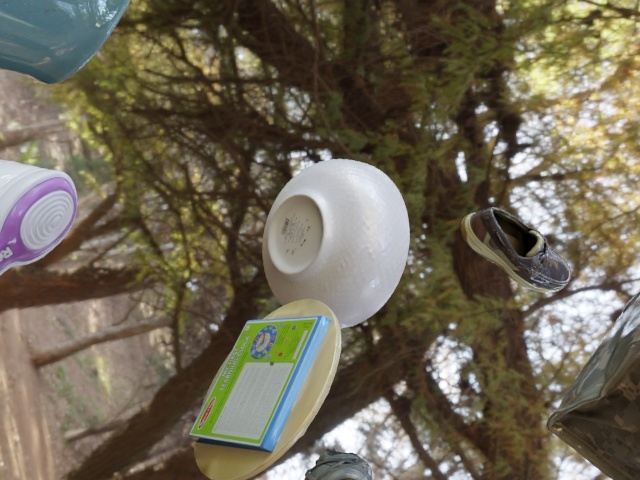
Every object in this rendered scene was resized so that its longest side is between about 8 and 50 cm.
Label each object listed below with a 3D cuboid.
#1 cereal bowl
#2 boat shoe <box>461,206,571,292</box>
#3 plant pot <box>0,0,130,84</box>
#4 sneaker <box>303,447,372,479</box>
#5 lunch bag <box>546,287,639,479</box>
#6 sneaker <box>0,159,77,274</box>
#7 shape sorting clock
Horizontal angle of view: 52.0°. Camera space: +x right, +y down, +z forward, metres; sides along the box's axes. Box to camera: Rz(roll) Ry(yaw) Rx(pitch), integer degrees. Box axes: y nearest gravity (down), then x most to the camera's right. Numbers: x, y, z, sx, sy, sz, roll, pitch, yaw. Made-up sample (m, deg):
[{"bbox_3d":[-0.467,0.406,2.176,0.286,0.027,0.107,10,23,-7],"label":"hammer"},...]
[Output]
[{"bbox_3d":[0.000,0.000,1.282,0.338,0.141,0.339,-10,-104,43],"label":"cereal bowl"},{"bbox_3d":[0.224,0.012,0.720,0.049,0.152,0.056,-33,-142,54],"label":"boat shoe"},{"bbox_3d":[-0.261,-0.238,0.429,0.271,0.255,0.272,-18,-118,38],"label":"plant pot"},{"bbox_3d":[-0.016,0.388,0.972,0.087,0.227,0.130,54,13,4],"label":"sneaker"},{"bbox_3d":[0.344,0.116,0.430,0.287,0.235,0.169,40,-33,18],"label":"lunch bag"},{"bbox_3d":[-0.400,0.015,0.667,0.152,0.305,0.114,22,-47,23],"label":"sneaker"},{"bbox_3d":[-0.056,0.149,0.673,0.040,0.206,0.206,44,-8,-29],"label":"shape sorting clock"}]
